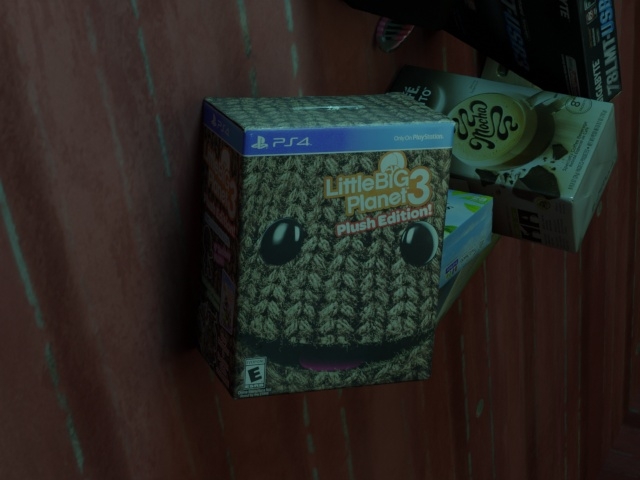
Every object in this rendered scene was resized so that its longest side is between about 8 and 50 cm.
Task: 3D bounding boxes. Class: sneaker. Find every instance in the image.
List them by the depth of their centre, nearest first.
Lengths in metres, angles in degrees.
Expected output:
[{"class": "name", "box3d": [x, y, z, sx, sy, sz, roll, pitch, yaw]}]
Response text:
[{"class": "sneaker", "box3d": [0.109, -0.286, 1.762, 0.057, 0.047, 0.119, 80, 33, -59]}]

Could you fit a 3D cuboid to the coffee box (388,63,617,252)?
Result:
[{"class": "coffee box", "box3d": [0.220, -0.112, 1.766, 0.168, 0.297, 0.119, -62, 152, -29]}]

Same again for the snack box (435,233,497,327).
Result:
[{"class": "snack box", "box3d": [0.235, -0.015, 2.042, 0.322, 0.060, 0.187, -48, 164, -45]}]

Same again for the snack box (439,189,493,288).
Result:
[{"class": "snack box", "box3d": [0.083, -0.015, 1.638, 0.174, 0.207, 0.070, -34, 131, -54]}]

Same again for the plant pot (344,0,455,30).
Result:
[{"class": "plant pot", "box3d": [0.105, -0.356, 1.575, 0.167, 0.188, 0.187, 76, 35, -62]}]

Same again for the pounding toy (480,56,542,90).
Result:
[{"class": "pounding toy", "box3d": [0.292, -0.259, 2.081, 0.206, 0.094, 0.181, -41, 153, -47]}]

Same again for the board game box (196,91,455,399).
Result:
[{"class": "board game box", "box3d": [0.000, 0.000, 1.428, 0.232, 0.141, 0.291, -4, 110, -21]}]

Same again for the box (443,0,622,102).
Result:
[{"class": "box", "box3d": [0.251, -0.334, 1.733, 0.073, 0.293, 0.295, -40, 143, -13]}]
